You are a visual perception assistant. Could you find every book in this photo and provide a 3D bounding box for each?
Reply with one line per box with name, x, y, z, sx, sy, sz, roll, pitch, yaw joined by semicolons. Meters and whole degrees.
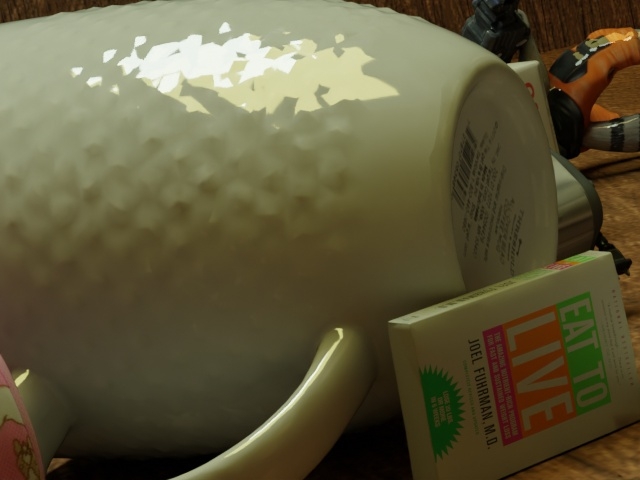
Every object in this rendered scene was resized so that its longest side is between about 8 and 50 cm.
book;0.103;0.069;1.038;0.144;0.096;0.035;-18;14;-34

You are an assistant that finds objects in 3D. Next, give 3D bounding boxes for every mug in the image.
mug;-0.056;0.024;1.128;0.328;0.276;0.374;-4;42;28

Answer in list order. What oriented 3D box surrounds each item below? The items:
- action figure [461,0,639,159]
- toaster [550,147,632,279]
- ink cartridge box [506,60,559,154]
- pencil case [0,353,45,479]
action figure;0.222;-0.138;1.917;0.330;0.178;0.341;-20;-23;-13
toaster;0.086;-0.010;1.359;0.146;0.129;0.227;-22;50;-33
ink cartridge box;0.096;-0.044;1.568;0.092;0.158;0.218;-6;10;44
pencil case;-0.319;0.145;0.925;0.386;0.167;0.160;-17;-11;-32
